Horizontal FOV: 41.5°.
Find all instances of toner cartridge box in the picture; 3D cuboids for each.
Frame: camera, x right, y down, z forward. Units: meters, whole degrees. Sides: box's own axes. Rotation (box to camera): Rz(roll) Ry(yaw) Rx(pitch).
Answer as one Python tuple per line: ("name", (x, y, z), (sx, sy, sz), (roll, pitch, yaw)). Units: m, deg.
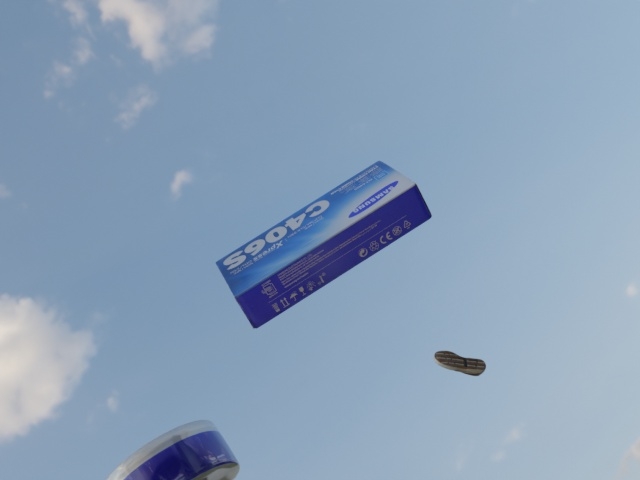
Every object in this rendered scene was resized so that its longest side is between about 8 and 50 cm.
("toner cartridge box", (0.000, 0.000, 1.432), (0.348, 0.165, 0.075), (-32, -63, -6))

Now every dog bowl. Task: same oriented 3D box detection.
("dog bowl", (-0.292, 0.472, 1.646), (0.265, 0.104, 0.265), (-32, -24, -16))

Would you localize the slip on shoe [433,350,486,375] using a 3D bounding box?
("slip on shoe", (0.352, 0.316, 2.152), (0.135, 0.051, 0.041), (9, -41, -5))
